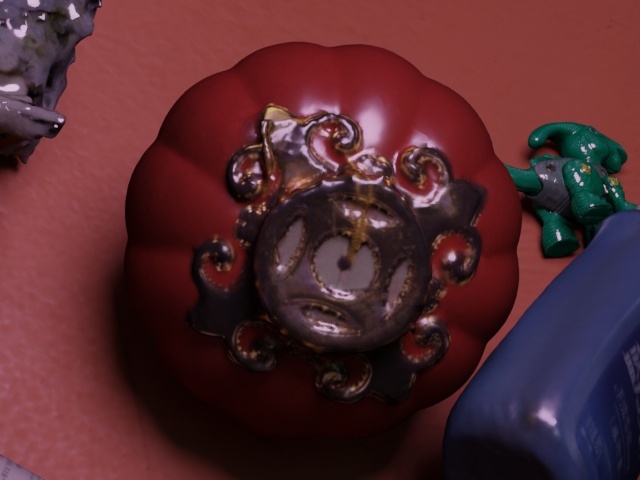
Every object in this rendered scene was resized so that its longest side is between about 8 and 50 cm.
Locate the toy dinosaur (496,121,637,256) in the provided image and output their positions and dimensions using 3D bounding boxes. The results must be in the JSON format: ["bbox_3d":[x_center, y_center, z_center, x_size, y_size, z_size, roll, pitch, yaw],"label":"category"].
[{"bbox_3d":[0.164,-0.042,1.269,0.132,0.059,0.096,6,49,-35],"label":"toy dinosaur"}]

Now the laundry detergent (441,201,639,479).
[{"bbox_3d":[0.180,0.072,1.150,0.290,0.094,0.143,-48,132,-39],"label":"laundry detergent"}]

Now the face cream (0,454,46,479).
[{"bbox_3d":[-0.142,0.173,0.939,0.214,0.096,0.096,31,51,-8],"label":"face cream"}]

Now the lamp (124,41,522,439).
[{"bbox_3d":[0.000,0.000,1.057,0.227,0.227,0.226,13,55,-20],"label":"lamp"}]

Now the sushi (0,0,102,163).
[{"bbox_3d":[-0.225,-0.136,1.061,0.184,0.139,0.274,1,57,-29],"label":"sushi"}]
